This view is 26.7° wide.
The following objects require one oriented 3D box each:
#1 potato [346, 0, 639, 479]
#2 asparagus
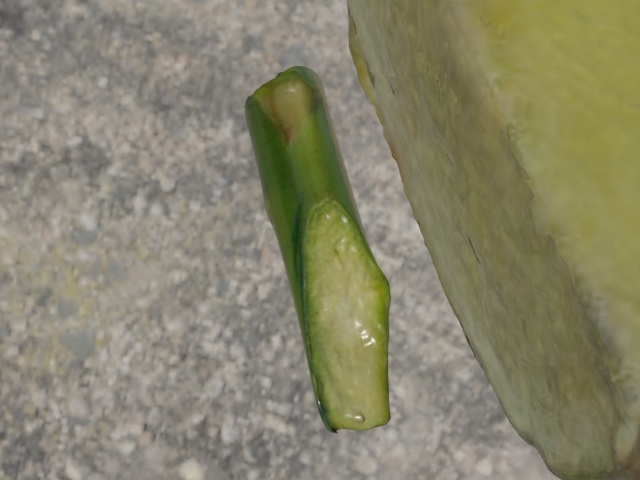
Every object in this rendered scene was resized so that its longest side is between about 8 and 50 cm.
[{"bbox_3d":[0.096,-0.025,0.409,0.269,0.112,0.255,11,54,2],"label":"potato"},{"bbox_3d":[0.000,0.000,0.596,0.045,0.041,0.178,-24,55,14],"label":"asparagus"}]
